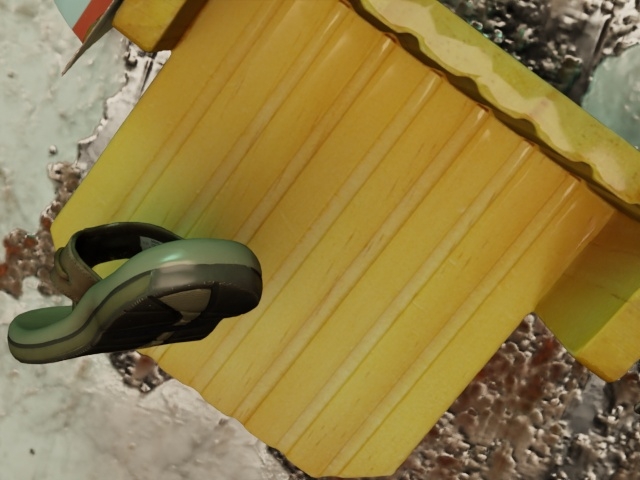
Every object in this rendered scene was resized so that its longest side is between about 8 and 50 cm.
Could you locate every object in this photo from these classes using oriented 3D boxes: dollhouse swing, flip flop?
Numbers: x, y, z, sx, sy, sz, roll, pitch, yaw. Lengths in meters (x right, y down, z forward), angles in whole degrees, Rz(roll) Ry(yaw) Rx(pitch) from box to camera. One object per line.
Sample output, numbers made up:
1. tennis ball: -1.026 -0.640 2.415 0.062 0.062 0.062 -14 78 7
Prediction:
1. dollhouse swing: 0.000 0.000 1.014 0.347 0.315 0.305 37 96 -5
2. flip flop: -0.116 0.023 1.002 0.112 0.277 0.080 -7 81 -24

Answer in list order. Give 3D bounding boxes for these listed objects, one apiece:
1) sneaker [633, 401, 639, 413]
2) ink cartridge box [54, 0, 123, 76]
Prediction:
1. sneaker: 0.252 0.139 1.116 0.108 0.100 0.271 26 104 14
2. ink cartridge box: -0.098 -0.205 0.979 0.066 0.232 0.189 36 106 -3
